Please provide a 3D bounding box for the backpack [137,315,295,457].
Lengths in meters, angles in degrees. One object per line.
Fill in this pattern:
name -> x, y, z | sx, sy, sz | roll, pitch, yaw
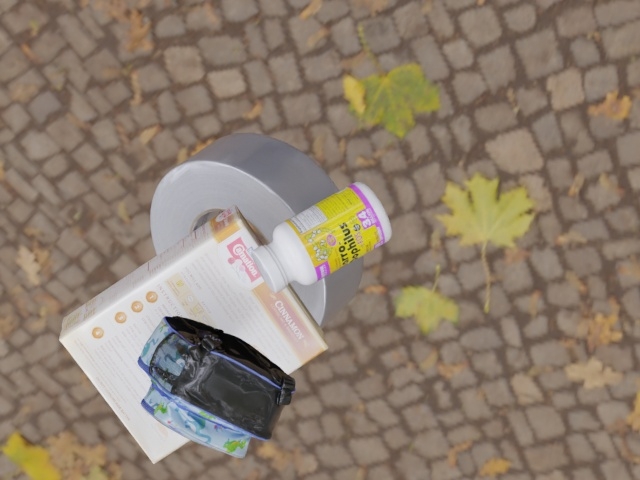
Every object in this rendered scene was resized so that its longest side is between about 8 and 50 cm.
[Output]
backpack -> -0.091, 0.111, 0.976 | 0.105, 0.114, 0.084 | 29, 91, -31

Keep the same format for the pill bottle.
pill bottle -> 0.000, 0.000, 0.783 | 0.083, 0.043, 0.043 | -30, 112, -11

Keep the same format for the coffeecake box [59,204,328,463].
coffeecake box -> -0.110, 0.081, 1.096 | 0.185, 0.068, 0.142 | -33, 106, 1

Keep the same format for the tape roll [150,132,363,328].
tape roll -> -0.066, 0.004, 1.263 | 0.219, 0.072, 0.219 | 21, 130, 27
